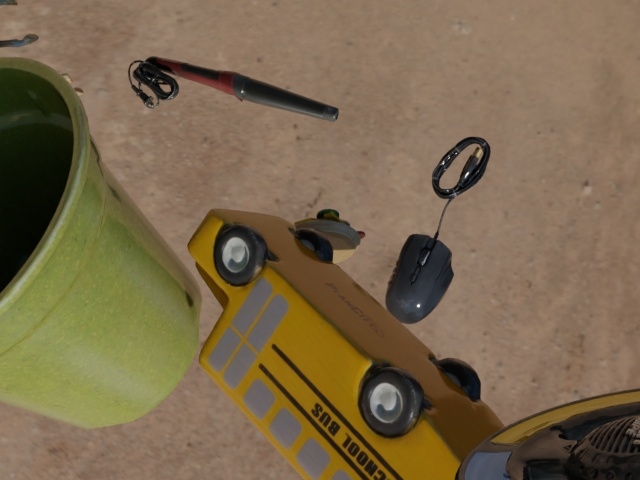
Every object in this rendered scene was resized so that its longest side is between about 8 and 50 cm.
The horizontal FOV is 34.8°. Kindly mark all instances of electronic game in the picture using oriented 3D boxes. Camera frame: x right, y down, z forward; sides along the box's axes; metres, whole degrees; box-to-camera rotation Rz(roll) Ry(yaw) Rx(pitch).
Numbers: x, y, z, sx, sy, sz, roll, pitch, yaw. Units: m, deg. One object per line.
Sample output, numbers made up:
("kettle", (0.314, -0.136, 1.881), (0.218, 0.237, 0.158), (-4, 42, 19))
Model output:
("electronic game", (0.193, 0.130, 0.606), (0.229, 0.229, 0.048), (-17, 97, -36))

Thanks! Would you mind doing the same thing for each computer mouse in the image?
("computer mouse", (0.139, -0.011, 1.213), (0.242, 0.071, 0.041), (-70, 165, 10))

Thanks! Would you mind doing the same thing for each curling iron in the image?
("curling iron", (-0.110, -0.181, 1.277), (0.035, 0.274, 0.068), (45, 57, -80))

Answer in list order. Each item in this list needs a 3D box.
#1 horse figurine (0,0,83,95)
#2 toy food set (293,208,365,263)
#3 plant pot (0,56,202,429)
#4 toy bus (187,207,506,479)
("horse figurine", (-0.406, -0.191, 1.248), (0.174, 0.066, 0.263), (-30, 146, -1))
("toy food set", (0.000, 0.000, 0.987), (0.083, 0.083, 0.020), (45, 36, -51))
("plant pot", (-0.236, 0.032, 0.856), (0.276, 0.276, 0.254), (-60, 142, -14))
("toy bus", (0.016, 0.112, 0.818), (0.108, 0.333, 0.130), (3, 124, -55))
